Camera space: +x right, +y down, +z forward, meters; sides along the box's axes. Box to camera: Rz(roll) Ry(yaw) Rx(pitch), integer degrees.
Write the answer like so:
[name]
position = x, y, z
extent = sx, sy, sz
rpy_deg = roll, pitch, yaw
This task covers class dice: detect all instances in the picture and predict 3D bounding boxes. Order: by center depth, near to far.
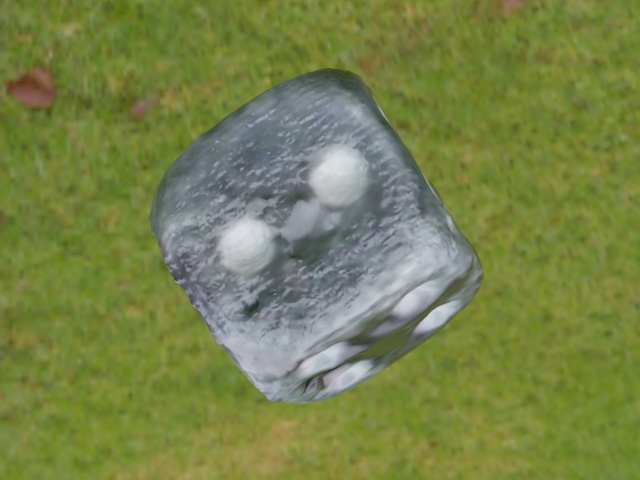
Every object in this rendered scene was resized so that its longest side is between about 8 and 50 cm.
[dice]
position = 0.000, 0.000, 1.243
extent = 0.183, 0.181, 0.182
rpy_deg = -35, 163, 5
